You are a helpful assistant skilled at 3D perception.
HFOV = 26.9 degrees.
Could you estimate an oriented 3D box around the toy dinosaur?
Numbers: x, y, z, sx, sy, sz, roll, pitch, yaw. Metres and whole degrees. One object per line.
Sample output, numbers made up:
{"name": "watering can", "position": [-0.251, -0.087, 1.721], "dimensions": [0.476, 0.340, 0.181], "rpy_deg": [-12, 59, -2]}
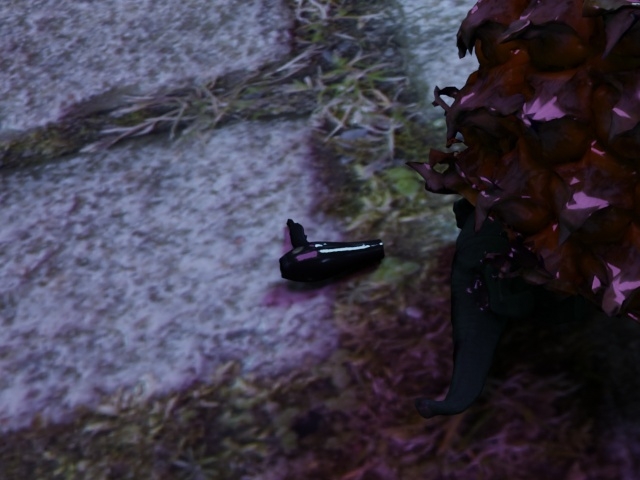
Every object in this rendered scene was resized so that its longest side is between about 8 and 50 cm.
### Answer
{"name": "toy dinosaur", "position": [0.142, 0.022, 0.919], "dimensions": [0.120, 0.079, 0.292], "rpy_deg": [-5, 40, 16]}

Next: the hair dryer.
{"name": "hair dryer", "position": [0.000, 0.000, 1.016], "dimensions": [0.079, 0.031, 0.083], "rpy_deg": [-11, 33, -14]}

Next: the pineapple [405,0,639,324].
{"name": "pineapple", "position": [0.240, -0.124, 0.790], "dimensions": [0.352, 0.300, 0.352], "rpy_deg": [7, 34, -5]}
